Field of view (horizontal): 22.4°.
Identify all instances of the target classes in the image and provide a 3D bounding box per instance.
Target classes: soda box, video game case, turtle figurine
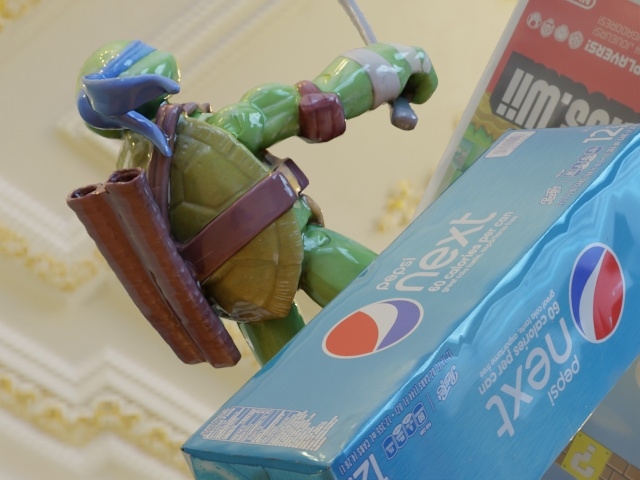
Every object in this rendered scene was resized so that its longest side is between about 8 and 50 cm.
[{"bbox_3d":[0.050,0.039,0.560,0.067,0.210,0.071,0,-58,43],"label":"soda box"},{"bbox_3d":[0.137,0.007,0.869,0.025,0.204,0.285,13,-74,-51],"label":"video game case"},{"bbox_3d":[0.000,0.000,0.838,0.198,0.266,0.274,-36,-6,-3],"label":"turtle figurine"}]
